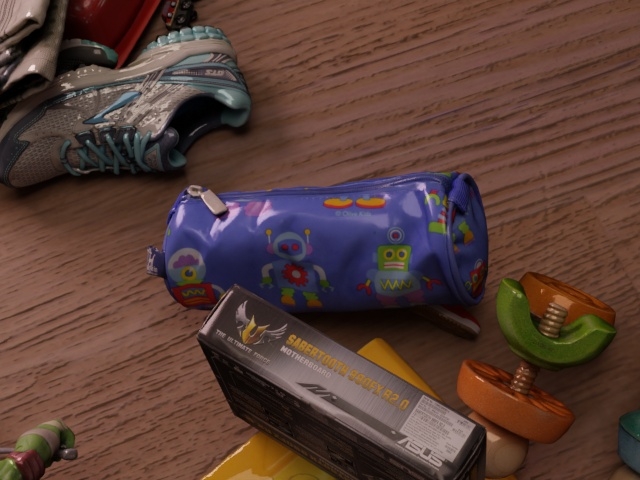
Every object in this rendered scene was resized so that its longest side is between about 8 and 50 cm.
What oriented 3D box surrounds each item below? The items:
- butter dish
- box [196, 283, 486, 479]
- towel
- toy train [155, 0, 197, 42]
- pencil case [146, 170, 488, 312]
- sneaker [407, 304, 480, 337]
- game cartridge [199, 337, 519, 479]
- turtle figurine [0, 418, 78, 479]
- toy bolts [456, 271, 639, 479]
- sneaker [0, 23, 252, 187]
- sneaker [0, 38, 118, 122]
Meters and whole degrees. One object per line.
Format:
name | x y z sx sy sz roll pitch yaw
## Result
butter dish | -0.272 -0.284 1.360 0.160 0.118 0.160 17 65 17
box | 0.021 0.145 0.990 0.231 0.183 0.056 29 69 20
towel | -0.376 -0.255 1.311 0.312 0.056 0.324 -18 56 33
toy train | -0.160 -0.254 1.383 0.036 0.027 0.158 2 61 21
pencil case | 0.000 0.000 1.132 0.306 0.133 0.119 -2 38 18
sneaker | 0.112 0.042 1.172 0.118 0.042 0.067 28 71 23
game cartridge | 0.051 0.279 1.041 0.285 0.053 0.323 -38 62 -14
turtle figurine | -0.220 0.264 1.023 0.266 0.275 0.198 20 49 1
toy bolts | 0.230 0.143 1.064 0.228 0.218 0.158 24 99 6
sneaker | -0.201 -0.119 1.266 0.283 0.110 0.122 -28 65 -9
sneaker | -0.284 -0.162 1.316 0.166 0.065 0.076 -14 68 29
